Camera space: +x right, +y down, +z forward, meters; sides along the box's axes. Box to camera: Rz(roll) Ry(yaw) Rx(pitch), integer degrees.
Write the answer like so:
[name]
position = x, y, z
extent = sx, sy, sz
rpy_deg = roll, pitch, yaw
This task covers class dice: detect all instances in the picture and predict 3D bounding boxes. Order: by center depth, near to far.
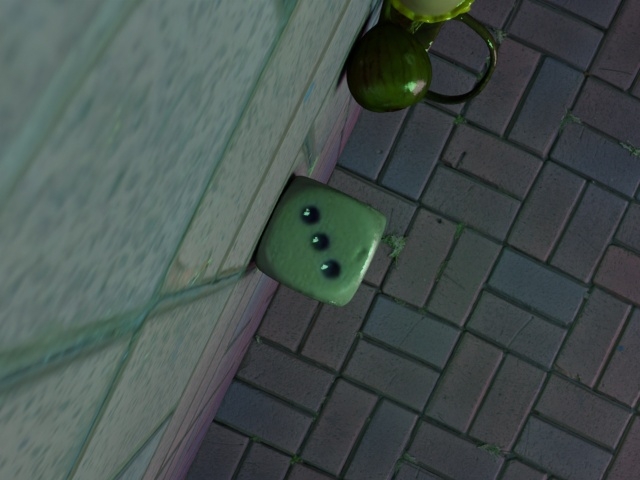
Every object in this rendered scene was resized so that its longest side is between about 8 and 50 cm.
[dice]
position = 0.000, 0.000, 1.017
extent = 0.193, 0.192, 0.194
rpy_deg = -63, -178, 1

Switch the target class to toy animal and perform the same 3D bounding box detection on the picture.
[toy animal]
position = 0.162, -0.386, 0.796
extent = 0.156, 0.156, 0.229
rpy_deg = -64, 179, 21

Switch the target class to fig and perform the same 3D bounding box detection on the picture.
[fig]
position = 0.111, -0.357, 0.978
extent = 0.151, 0.152, 0.259
rpy_deg = -100, -178, -90

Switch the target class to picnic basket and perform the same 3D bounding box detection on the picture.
[picnic basket]
position = 0.301, -0.488, 1.437
extent = 0.293, 0.338, 0.337
rpy_deg = 116, -1, -58

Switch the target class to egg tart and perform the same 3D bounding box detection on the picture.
[egg tart]
position = 0.173, -0.447, 1.025
extent = 0.129, 0.050, 0.128
rpy_deg = 32, -52, 55
